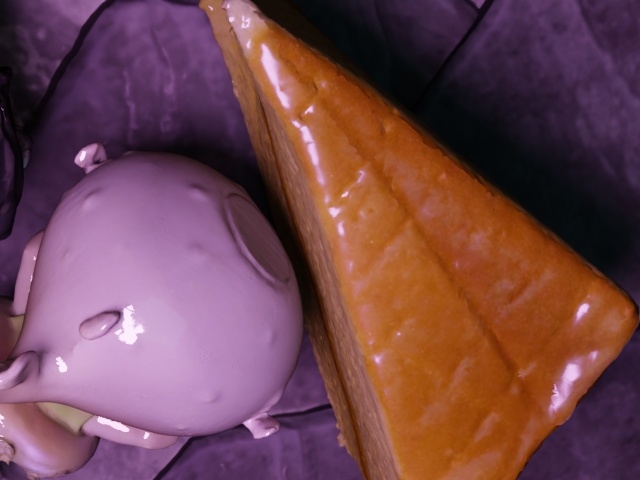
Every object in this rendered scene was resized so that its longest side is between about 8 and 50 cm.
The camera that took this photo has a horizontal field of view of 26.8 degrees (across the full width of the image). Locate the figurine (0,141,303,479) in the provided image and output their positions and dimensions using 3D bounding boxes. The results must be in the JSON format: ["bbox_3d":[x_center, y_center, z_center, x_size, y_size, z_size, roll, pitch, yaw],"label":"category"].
[{"bbox_3d":[-0.208,0.098,0.884,0.394,0.274,0.226,-32,83,13],"label":"figurine"}]

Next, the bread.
[{"bbox_3d":[0.000,0.000,0.922,0.362,0.233,0.245,39,93,-19],"label":"bread"}]

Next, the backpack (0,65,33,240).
[{"bbox_3d":[-0.284,-0.099,0.840,0.206,0.133,0.258,-4,99,24],"label":"backpack"}]
